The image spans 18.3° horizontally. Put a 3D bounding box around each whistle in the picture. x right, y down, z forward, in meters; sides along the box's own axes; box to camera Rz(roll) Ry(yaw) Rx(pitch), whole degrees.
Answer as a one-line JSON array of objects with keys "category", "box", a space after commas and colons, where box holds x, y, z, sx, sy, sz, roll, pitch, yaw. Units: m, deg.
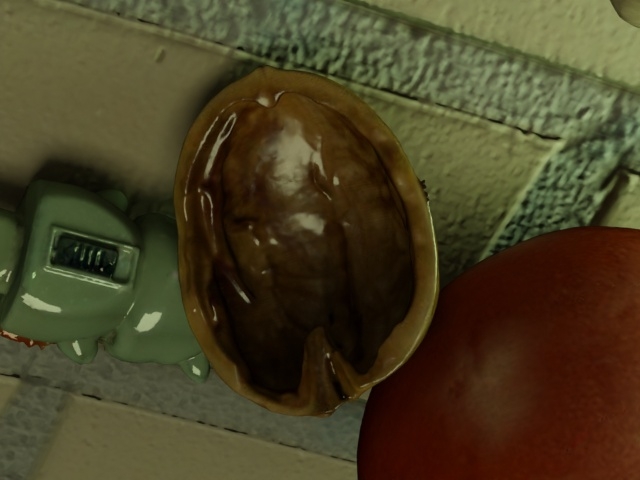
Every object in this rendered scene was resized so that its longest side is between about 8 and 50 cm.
[{"category": "whistle", "box": [-0.153, 0.020, 1.240, 0.253, 0.102, 0.106, 14, 135, -21]}]

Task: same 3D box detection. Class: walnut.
[{"category": "walnut", "box": [0.001, -0.002, 1.204, 0.167, 0.087, 0.211, -8, 91, 23]}]

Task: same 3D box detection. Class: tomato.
[{"category": "tomato", "box": [0.184, 0.144, 1.245, 0.321, 0.321, 0.321, -2, 134, -2]}]

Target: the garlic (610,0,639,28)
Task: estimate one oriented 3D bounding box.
[{"category": "garlic", "box": [0.252, -0.192, 1.047, 0.229, 0.143, 0.178, -17, 174, 3]}]
